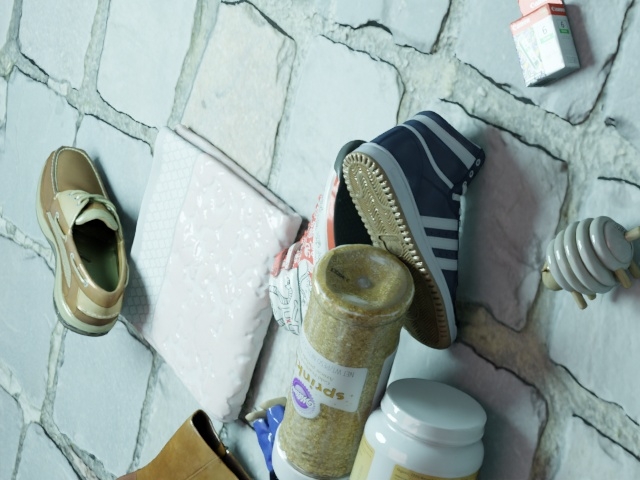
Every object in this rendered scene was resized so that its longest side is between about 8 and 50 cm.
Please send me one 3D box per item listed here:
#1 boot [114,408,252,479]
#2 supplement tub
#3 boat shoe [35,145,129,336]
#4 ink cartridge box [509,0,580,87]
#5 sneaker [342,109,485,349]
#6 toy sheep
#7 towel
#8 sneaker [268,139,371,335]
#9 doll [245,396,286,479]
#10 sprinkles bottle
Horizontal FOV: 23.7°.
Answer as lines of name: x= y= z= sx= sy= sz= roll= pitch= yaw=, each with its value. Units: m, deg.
boot: x=-0.180 y=0.415 z=2.194 sx=0.280 sy=0.096 sz=0.264 roll=-40 pitch=74 yaw=30
supplement tub: x=0.110 y=0.278 z=1.800 sx=0.144 sy=0.144 sz=0.200 roll=36 pitch=118 yaw=42
boat shoe: x=-0.345 y=-0.014 z=2.302 sx=0.120 sy=0.122 sz=0.324 roll=-51 pitch=45 yaw=43
ink cartridge box: x=0.245 y=-0.235 z=1.701 sx=0.063 sy=0.029 sz=0.115 roll=-26 pitch=74 yaw=47
sneaker: x=0.136 y=-0.017 z=1.806 sx=0.099 sy=0.153 sz=0.282 roll=10 pitch=130 yaw=46
toy sheep: x=0.291 y=0.018 z=1.625 sx=0.132 sy=0.091 sz=0.091 roll=-30 pitch=69 yaw=31
towel: x=-0.171 y=0.041 z=2.183 sx=0.317 sy=0.053 sz=0.332 roll=39 pitch=122 yaw=40
sneaker: x=-0.001 y=0.001 z=1.954 sx=0.145 sy=0.090 sz=0.270 roll=11 pitch=103 yaw=46
doll: x=-0.041 y=0.307 z=2.052 sx=0.129 sy=0.046 sz=0.189 roll=-42 pitch=61 yaw=43
sprinkles bottle: x=0.023 y=0.165 z=1.838 sx=0.121 sy=0.121 sz=0.355 roll=52 pitch=146 yaw=34
